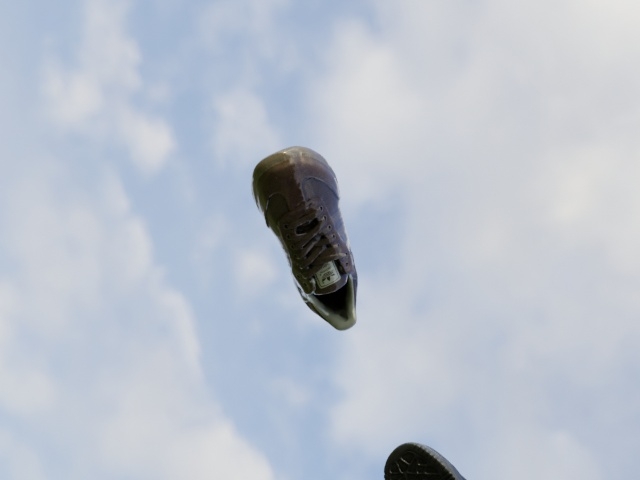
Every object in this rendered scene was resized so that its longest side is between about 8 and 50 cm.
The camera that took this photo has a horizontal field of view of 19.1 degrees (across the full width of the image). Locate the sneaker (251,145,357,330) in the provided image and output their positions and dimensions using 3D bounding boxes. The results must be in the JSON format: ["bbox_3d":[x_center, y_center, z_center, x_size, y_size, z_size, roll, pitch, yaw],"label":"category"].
[{"bbox_3d":[0.000,0.000,1.475,0.071,0.066,0.188,61,-3,34],"label":"sneaker"}]

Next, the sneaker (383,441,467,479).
[{"bbox_3d":[0.112,0.202,1.229,0.051,0.089,0.170,-45,-110,13],"label":"sneaker"}]
